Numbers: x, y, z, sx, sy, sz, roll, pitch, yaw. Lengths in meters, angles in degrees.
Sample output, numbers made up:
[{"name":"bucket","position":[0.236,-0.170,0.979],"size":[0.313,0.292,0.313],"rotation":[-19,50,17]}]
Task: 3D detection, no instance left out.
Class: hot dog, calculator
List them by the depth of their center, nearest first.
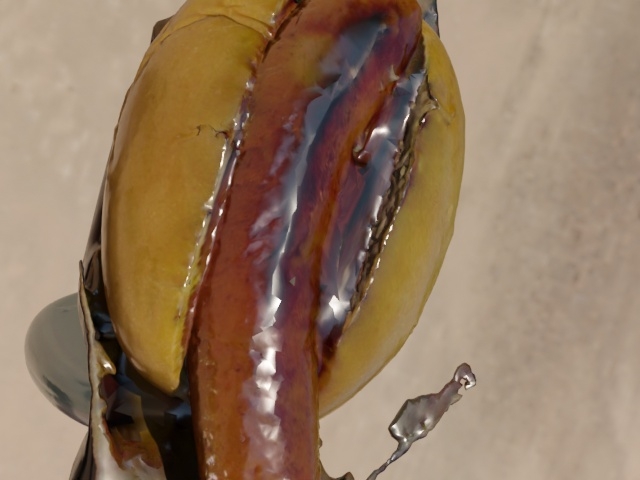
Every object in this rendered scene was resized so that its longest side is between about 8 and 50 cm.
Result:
[{"name":"hot dog","position":[-0.006,-0.003,0.832],"size":[0.107,0.194,0.326],"rotation":[136,-44,-67]},{"name":"calculator","position":[-0.082,0.060,1.130],"size":[0.185,0.299,0.041],"rotation":[-11,106,-16]}]
